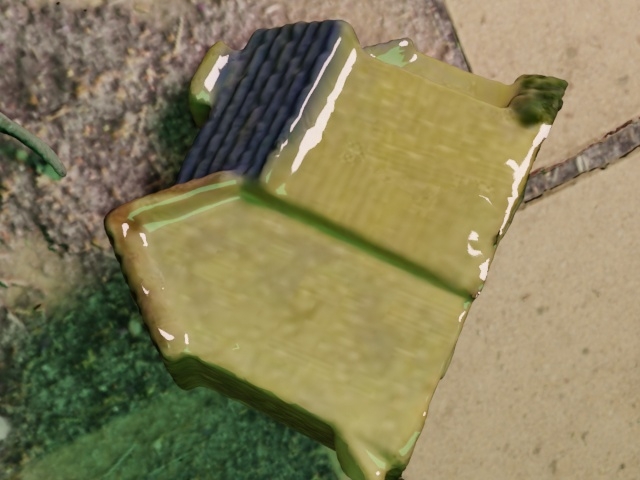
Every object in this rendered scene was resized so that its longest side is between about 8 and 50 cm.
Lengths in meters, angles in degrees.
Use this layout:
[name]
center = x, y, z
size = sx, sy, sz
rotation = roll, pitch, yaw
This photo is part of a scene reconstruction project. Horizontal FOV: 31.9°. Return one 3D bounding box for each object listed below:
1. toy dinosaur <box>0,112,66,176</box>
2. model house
[toy dinosaur]
center = -0.281, -0.200, 0.754
size = 0.129, 0.076, 0.383
rotation = -31, 107, 34
[model house]
center = 0.000, 0.000, 0.842
size = 0.266, 0.261, 0.321
rotation = 24, 75, 5
